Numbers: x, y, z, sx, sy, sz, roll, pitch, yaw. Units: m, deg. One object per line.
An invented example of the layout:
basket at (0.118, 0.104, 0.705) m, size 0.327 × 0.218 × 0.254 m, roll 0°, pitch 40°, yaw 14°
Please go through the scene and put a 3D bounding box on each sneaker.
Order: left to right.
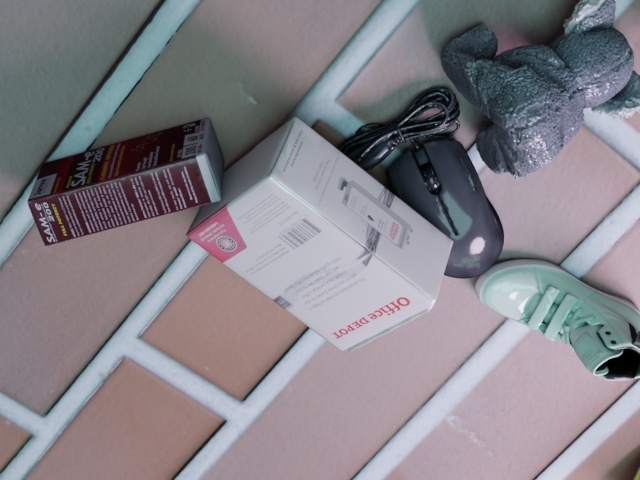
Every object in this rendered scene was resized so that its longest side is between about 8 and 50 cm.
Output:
sneaker at (0.343, 0.113, 1.737) m, size 0.255 × 0.151 × 0.094 m, roll 17°, pitch 116°, yaw -8°

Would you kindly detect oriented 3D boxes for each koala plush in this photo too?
koala plush at (0.301, -0.197, 1.574) m, size 0.221 × 0.203 × 0.196 m, roll -27°, pitch 108°, yaw -5°

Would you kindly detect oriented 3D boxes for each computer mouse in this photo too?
computer mouse at (0.156, -0.050, 1.690) m, size 0.188 × 0.072 × 0.272 m, roll -29°, pitch 111°, yaw 11°

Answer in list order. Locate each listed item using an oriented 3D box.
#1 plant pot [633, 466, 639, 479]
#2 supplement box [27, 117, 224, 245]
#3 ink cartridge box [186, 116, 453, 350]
plant pot at (0.656, 0.441, 1.869) m, size 0.293 × 0.275 × 0.275 m, roll 34°, pitch 112°, yaw -33°
supplement box at (-0.251, -0.078, 1.641) m, size 0.239 × 0.130 × 0.073 m, roll -15°, pitch 116°, yaw 5°
ink cartridge box at (0.000, 0.000, 1.651) m, size 0.283 × 0.117 × 0.207 m, roll 37°, pitch 140°, yaw -19°
